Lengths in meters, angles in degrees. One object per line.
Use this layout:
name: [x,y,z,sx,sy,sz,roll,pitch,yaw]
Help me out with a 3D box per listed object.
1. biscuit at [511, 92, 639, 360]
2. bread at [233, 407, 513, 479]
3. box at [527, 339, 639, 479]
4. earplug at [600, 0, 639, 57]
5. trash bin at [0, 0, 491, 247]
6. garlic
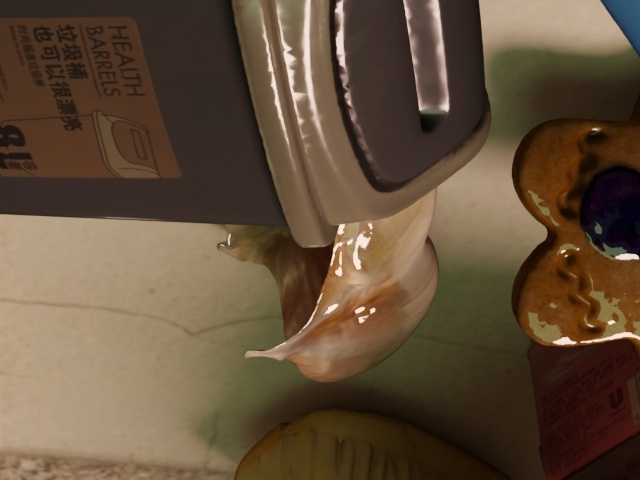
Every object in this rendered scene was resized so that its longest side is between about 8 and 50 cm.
biscuit: [0.216,-0.009,0.838,0.236,0.039,0.180,-4,96,-9]
bread: [0.054,0.198,1.082,0.236,0.106,0.140,30,129,-26]
box: [0.194,0.082,0.947,0.060,0.111,0.156,24,135,-30]
earplug: [0.138,-0.177,0.670,0.132,0.132,0.273,-28,125,29]
trash bin: [-0.074,-0.110,0.716,0.290,0.182,0.209,0,138,12]
garlic: [0.011,0.006,0.893,0.124,0.099,0.174,-4,138,-14]
